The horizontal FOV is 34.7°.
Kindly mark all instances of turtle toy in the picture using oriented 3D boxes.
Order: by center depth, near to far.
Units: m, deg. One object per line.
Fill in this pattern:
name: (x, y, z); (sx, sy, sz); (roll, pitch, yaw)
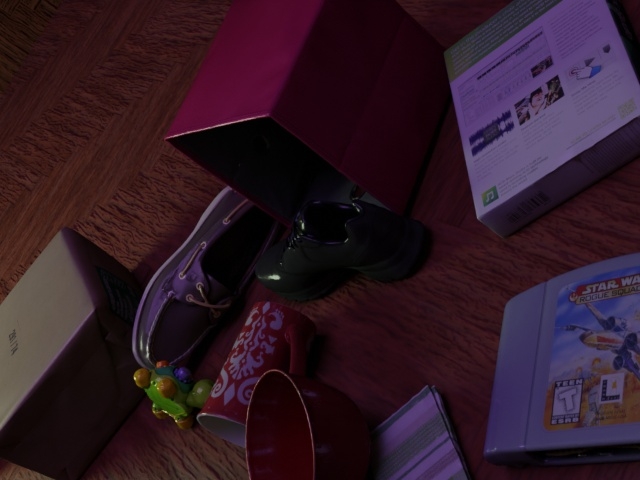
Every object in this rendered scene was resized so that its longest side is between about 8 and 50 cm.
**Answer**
turtle toy: (-0.200, 0.216, 1.464); (0.130, 0.095, 0.066); (14, 49, 37)

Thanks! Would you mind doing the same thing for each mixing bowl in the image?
mixing bowl: (-0.005, 0.233, 1.156); (0.181, 0.098, 0.181); (2, 92, 63)

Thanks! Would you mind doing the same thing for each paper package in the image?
paper package: (-0.426, 0.185, 1.699); (0.309, 0.168, 0.325); (-52, 32, 6)

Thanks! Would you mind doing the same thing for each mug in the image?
mug: (-0.059, 0.174, 1.309); (0.150, 0.113, 0.169); (3, 58, 33)

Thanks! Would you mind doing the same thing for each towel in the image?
towel: (0.107, 0.244, 1.106); (0.113, 0.023, 0.152); (-44, 37, 21)

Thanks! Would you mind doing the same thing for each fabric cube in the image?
fabric cube: (-0.007, -0.191, 1.410); (0.254, 0.259, 0.258); (-5, 56, 51)

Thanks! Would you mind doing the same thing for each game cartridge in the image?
game cartridge: (0.289, 0.108, 0.961); (0.297, 0.062, 0.198); (-17, 53, 44)

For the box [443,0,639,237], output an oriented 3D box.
box: (0.271, -0.184, 1.233); (0.232, 0.058, 0.322); (-34, 40, 30)

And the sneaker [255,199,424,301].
sneaker: (0.000, 0.000, 1.351); (0.286, 0.130, 0.109); (-19, 50, 44)

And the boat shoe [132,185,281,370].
boat shoe: (-0.166, 0.056, 1.530); (0.324, 0.117, 0.097); (-57, 30, -13)
